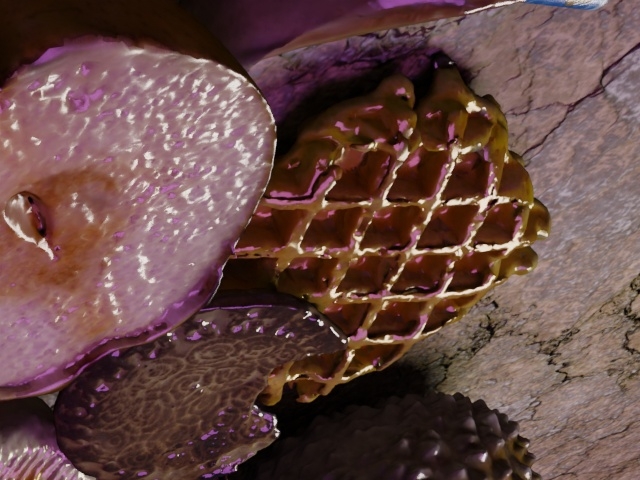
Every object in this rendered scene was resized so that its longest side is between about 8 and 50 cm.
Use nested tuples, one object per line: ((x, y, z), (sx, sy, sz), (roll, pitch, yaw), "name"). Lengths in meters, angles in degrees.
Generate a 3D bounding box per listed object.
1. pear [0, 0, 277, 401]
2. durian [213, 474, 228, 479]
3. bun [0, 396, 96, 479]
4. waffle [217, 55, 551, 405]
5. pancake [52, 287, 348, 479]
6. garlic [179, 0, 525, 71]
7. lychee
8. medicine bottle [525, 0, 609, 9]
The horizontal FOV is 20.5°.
((-0.218, -0.066, 1.227), (0.340, 0.191, 0.386), (-25, 152, -11), "pear")
((-0.157, 0.275, 1.964), (0.186, 0.119, 0.108), (43, 79, -32), "durian")
((-0.335, 0.247, 1.695), (0.244, 0.153, 0.244), (-26, 131, -34), "bun")
((0.029, 0.011, 1.641), (0.379, 0.095, 0.382), (-33, 145, 9), "waffle")
((-0.109, 0.139, 1.630), (0.286, 0.033, 0.288), (-22, 145, 1), "pancake")
((0.013, -0.178, 1.278), (0.338, 0.151, 0.196), (-24, 152, 7), "garlic")
((0.080, 0.363, 2.029), (0.432, 0.380, 0.380), (-36, 157, -22), "lychee")
((0.159, -0.218, 1.431), (0.191, 0.051, 0.051), (-1, 143, -38), "medicine bottle")
